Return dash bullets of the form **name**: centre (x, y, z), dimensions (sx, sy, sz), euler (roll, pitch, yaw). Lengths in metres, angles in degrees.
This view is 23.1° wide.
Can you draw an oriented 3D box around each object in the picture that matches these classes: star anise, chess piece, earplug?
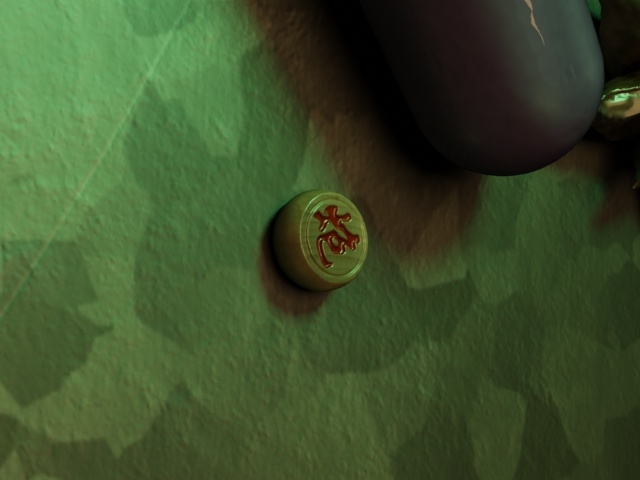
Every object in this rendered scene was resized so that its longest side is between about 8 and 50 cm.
- **star anise**: centre (0.382, -0.136, 1.591), dimensions (0.349, 0.109, 0.292), euler (49, 59, -24)
- **chess piece**: centre (0.000, 0.000, 1.271), dimensions (0.083, 0.038, 0.084), euler (12, 72, -40)
- **earplug**: centre (0.106, -0.269, 1.313), dimensions (0.215, 0.215, 0.456), euler (-36, 109, -40)
